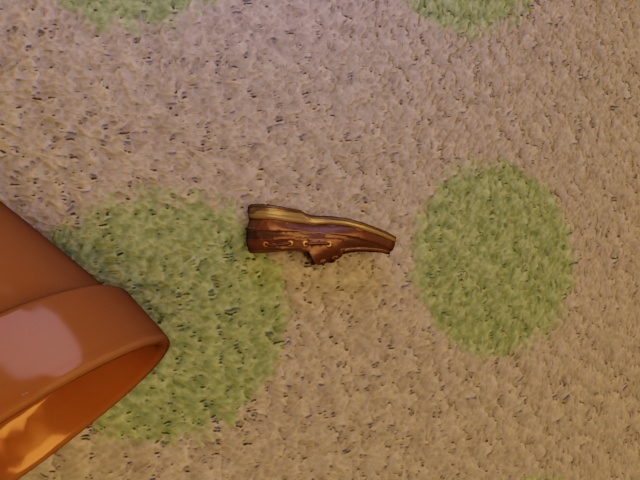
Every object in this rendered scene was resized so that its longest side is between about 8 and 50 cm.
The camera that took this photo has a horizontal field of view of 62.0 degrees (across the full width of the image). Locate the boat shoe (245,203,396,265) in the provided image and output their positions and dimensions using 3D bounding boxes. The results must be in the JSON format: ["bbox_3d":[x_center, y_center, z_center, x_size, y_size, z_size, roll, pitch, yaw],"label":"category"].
[{"bbox_3d":[0.000,0.000,0.620,0.178,0.064,0.060,9,89,-12],"label":"boat shoe"}]

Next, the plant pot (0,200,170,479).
[{"bbox_3d":[-0.298,0.090,0.409,0.291,0.291,0.203,-37,83,-17],"label":"plant pot"}]
